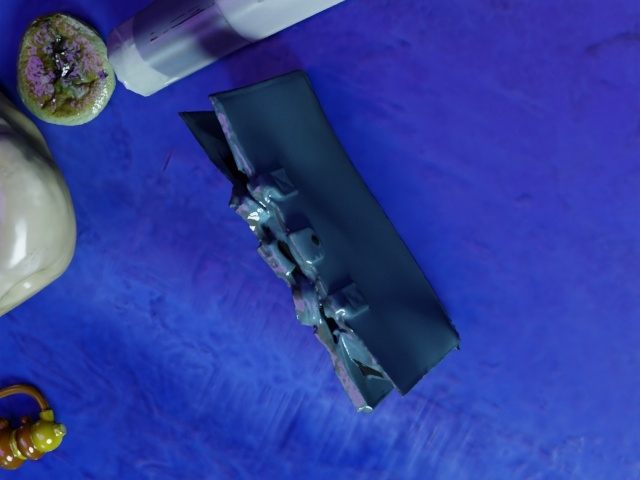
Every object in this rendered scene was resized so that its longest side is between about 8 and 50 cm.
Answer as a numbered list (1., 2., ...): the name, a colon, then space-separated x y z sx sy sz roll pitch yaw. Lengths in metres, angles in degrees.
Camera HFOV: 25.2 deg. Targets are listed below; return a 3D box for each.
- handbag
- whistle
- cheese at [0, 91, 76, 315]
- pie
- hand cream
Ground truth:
1. handbag: 0.000 0.000 0.922 0.057 0.144 0.221 -31 89 21
2. whistle: -0.246 0.153 1.107 0.109 0.057 0.046 -26 137 14
3. cheese: -0.287 -0.030 1.033 0.235 0.117 0.218 -6 98 22
4. pie: -0.185 -0.123 1.028 0.084 0.021 0.084 4 103 19
5. hand cream: -0.030 -0.174 0.950 0.255 0.048 0.079 -26 97 20
